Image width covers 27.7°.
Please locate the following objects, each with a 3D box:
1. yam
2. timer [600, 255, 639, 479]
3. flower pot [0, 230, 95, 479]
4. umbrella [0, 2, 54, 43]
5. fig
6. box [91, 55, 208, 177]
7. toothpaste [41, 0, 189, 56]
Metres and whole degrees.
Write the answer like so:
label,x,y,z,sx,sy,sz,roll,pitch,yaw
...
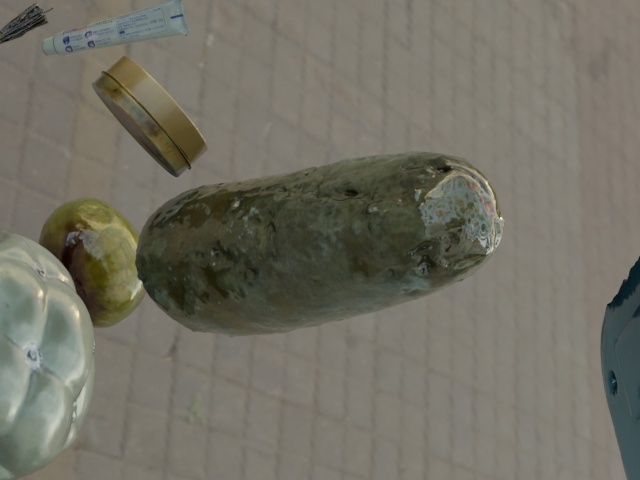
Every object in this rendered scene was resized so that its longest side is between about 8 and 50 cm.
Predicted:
label,x,y,z,sx,sy,sz,roll,pitch,yaw
yam,0.000,0.000,0.979,0.133,0.330,0.133,9,76,-40
timer,0.202,0.106,0.538,0.232,0.091,0.250,97,-11,-63
flower pot,-0.317,0.102,1.136,0.246,0.246,0.195,-31,113,-54
umbrella,-0.270,-0.186,1.144,0.083,0.031,0.020,-42,122,-21
fig,-0.258,0.024,1.462,0.121,0.136,0.153,4,71,-52
box,-0.136,-0.100,1.043,0.037,0.105,0.105,-44,119,-7
toothpaste,-0.283,-0.284,1.775,0.033,0.218,0.052,-38,117,-67
